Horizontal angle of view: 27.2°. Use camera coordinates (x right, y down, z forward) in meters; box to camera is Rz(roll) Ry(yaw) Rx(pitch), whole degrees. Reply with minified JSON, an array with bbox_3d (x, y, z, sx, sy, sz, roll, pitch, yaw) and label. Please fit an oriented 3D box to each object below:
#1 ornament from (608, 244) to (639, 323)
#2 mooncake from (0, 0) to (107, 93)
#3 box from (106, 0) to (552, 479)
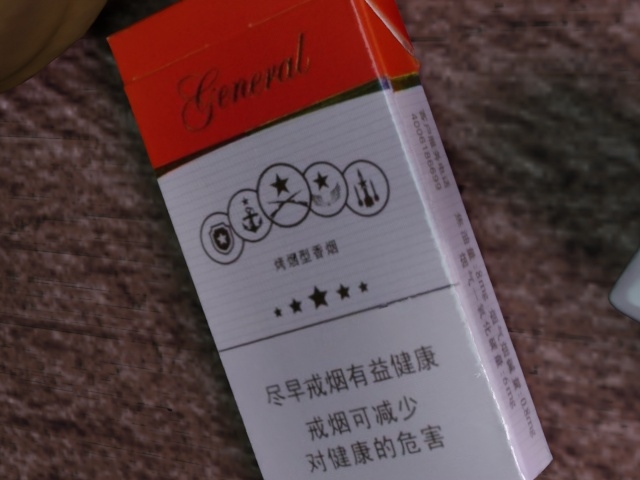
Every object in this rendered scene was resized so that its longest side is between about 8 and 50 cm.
[{"bbox_3d":[0.226,0.056,0.413,0.285,0.130,0.120,21,96,35],"label":"ornament"},{"bbox_3d":[-0.179,-0.178,0.605,0.235,0.117,0.235,8,107,28],"label":"mooncake"},{"bbox_3d":[0.000,0.000,0.584,0.139,0.035,0.245,-20,91,34],"label":"box"}]
